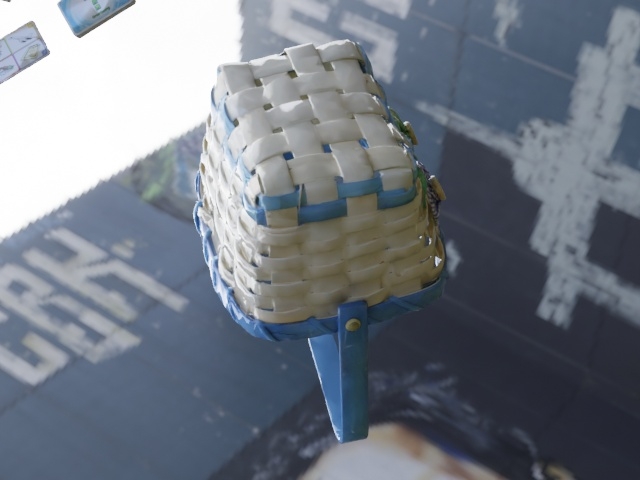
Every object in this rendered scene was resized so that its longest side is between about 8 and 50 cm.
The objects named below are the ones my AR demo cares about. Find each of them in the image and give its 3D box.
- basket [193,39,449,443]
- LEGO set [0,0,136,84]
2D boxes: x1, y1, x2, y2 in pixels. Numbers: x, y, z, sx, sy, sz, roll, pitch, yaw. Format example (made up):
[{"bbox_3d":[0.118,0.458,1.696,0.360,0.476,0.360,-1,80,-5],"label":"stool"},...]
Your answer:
[{"bbox_3d":[0.000,0.000,1.161,0.201,0.254,0.289,-9,-43,-13],"label":"basket"},{"bbox_3d":[-0.348,-0.272,1.472,0.244,0.182,0.060,-31,-18,3],"label":"LEGO set"}]
